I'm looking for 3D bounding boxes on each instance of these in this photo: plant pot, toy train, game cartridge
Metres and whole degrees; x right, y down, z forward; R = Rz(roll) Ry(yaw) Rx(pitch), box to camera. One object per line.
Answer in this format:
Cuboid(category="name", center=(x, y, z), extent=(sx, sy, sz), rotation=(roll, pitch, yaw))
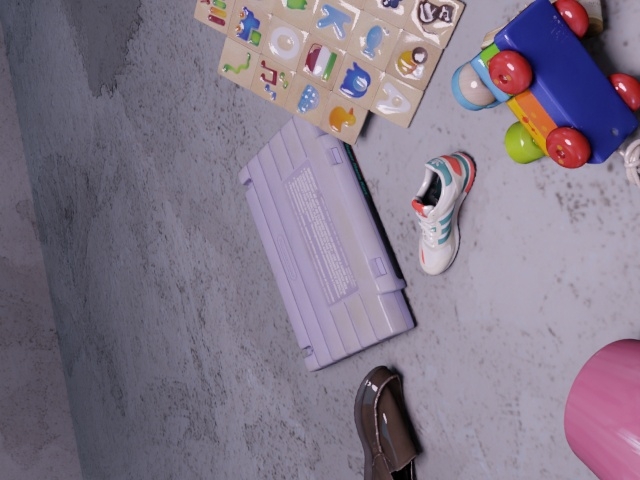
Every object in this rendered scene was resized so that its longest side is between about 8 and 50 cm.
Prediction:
Cuboid(category="plant pot", center=(0.318, 0.171, 0.560), extent=(0.180, 0.201, 0.201), rotation=(-154, 61, -63))
Cuboid(category="toy train", center=(0.241, -0.104, 0.663), extent=(0.248, 0.105, 0.143), rotation=(50, 164, -8))
Cuboid(category="game cartridge", center=(0.000, 0.000, 1.004), extent=(0.230, 0.068, 0.355), rotation=(-33, 72, 45))

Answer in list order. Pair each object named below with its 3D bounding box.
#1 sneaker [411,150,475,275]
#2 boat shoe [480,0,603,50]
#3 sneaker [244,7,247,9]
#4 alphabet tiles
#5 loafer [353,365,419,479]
Cuboid(category="sneaker", center=(0.135, -0.029, 0.815), extent=(0.057, 0.075, 0.161), rotation=(34, 122, 42))
Cuboid(category="boat shoe", center=(0.227, -0.223, 0.687), extent=(0.135, 0.050, 0.045), rotation=(1, 85, 49))
Cuboid(category="sneaker", center=(-0.019, -0.425, 0.872), extent=(0.112, 0.131, 0.319), rotation=(46, 130, 36))
Cuboid(category="alphabet tiles", center=(-0.004, -0.293, 0.854), extent=(0.343, 0.011, 0.285), rotation=(30, 124, 11))
Cuboid(category="loafer", center=(0.105, 0.281, 0.932), extent=(0.078, 0.080, 0.220), rotation=(3, 106, 41))
